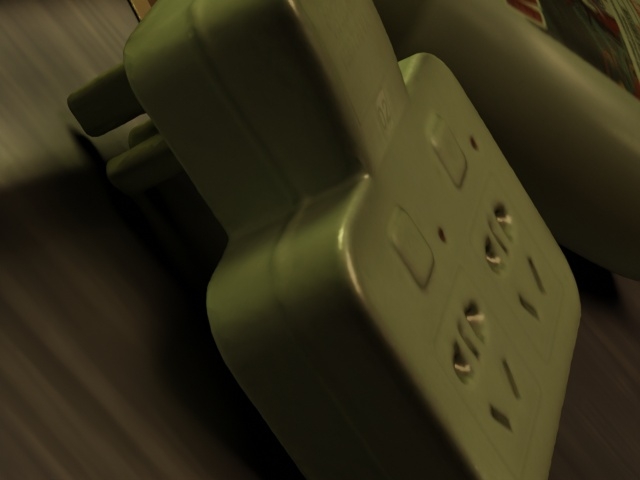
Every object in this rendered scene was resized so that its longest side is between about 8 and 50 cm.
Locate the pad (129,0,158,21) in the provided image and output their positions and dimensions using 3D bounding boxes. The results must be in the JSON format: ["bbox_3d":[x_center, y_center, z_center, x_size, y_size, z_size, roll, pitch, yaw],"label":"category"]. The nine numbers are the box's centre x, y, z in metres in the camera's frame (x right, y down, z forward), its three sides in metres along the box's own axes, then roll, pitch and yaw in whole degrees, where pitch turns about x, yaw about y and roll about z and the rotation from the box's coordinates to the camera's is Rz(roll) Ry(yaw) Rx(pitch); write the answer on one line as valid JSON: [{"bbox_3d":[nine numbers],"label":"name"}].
[{"bbox_3d":[-0.040,-0.104,1.052,0.176,0.002,0.266,7,49,-54],"label":"pad"}]

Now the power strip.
[{"bbox_3d":[0.000,0.000,0.877,0.261,0.141,0.229,57,25,-18],"label":"power strip"}]

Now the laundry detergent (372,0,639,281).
[{"bbox_3d":[0.080,-0.140,1.151,0.398,0.125,0.264,25,36,-38],"label":"laundry detergent"}]
